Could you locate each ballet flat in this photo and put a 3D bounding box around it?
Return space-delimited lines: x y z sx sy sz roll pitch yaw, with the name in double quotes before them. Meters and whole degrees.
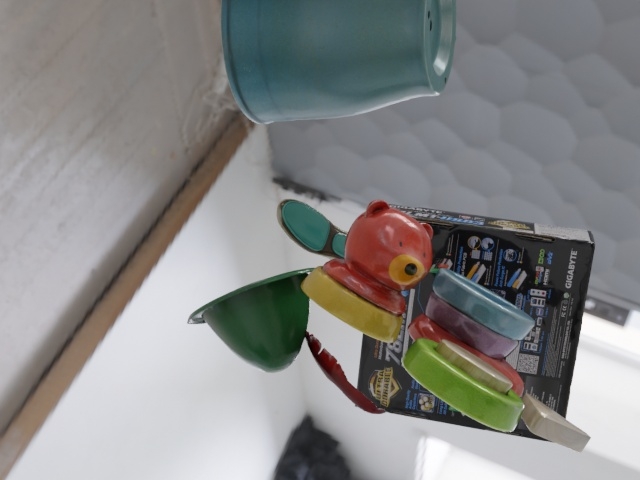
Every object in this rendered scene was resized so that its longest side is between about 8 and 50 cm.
"ballet flat" 0.000 0.000 1.287 0.168 0.052 0.057 31 68 -27

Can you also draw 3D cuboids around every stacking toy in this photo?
"stacking toy" 0.167 0.087 1.073 0.309 0.279 0.130 24 99 -43

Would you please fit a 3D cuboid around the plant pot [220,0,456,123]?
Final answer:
"plant pot" 0.040 -0.285 1.305 0.272 0.255 0.271 5 90 -70

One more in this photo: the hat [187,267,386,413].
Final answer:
"hat" -0.045 0.143 1.139 0.208 0.173 0.183 90 -21 -81

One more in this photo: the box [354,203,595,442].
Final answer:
"box" 0.208 0.113 1.361 0.073 0.293 0.295 -47 144 -71
